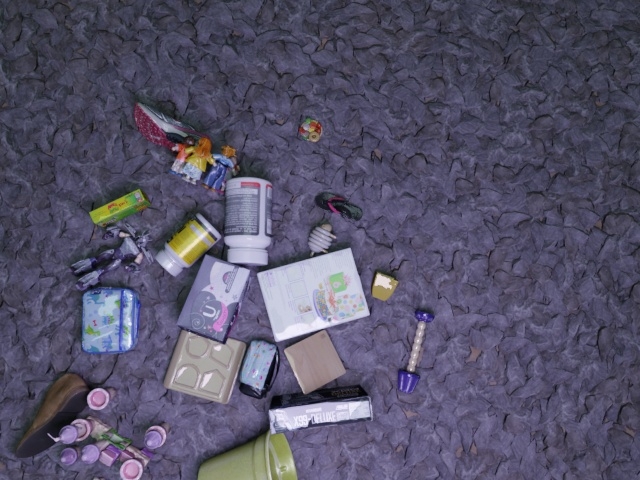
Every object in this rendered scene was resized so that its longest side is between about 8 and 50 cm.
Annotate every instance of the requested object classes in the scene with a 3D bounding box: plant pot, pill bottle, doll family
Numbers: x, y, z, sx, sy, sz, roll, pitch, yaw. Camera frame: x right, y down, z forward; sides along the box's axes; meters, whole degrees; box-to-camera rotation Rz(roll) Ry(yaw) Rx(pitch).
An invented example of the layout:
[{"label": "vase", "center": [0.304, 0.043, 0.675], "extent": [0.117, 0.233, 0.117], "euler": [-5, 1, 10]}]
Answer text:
[{"label": "plant pot", "center": [0.214, 0.162, 1.741], "extent": [0.081, 0.081, 0.083], "euler": [21, 92, 0]}, {"label": "pill bottle", "center": [-0.246, -0.060, 1.705], "extent": [0.161, 0.161, 0.283], "euler": [1, 82, -3]}, {"label": "doll family", "center": [-0.364, -0.256, 1.685], "extent": [0.263, 0.118, 0.163], "euler": [21, 97, -41]}, {"label": "pill bottle", "center": [-0.449, 0.016, 1.705], "extent": [0.208, 0.119, 0.119], "euler": [-44, 86, -8]}, {"label": "plant pot", "center": [-0.230, 0.747, 1.564], "extent": [0.254, 0.276, 0.276], "euler": [-17, 83, 7]}]

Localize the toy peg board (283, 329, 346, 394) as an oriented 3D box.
[{"label": "toy peg board", "center": [-0.027, 0.412, 1.702], "extent": [0.161, 0.079, 0.161], "euler": [-23, 80, -21]}]

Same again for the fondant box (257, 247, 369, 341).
[{"label": "fondant box", "center": [-0.025, 0.184, 1.716], "extent": [0.331, 0.096, 0.238], "euler": [-15, 83, -4]}]

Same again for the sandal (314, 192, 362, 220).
[{"label": "sandal", "center": [0.067, -0.124, 1.789], "extent": [0.179, 0.040, 0.067], "euler": [21, 82, 0]}]

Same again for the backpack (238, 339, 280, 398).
[{"label": "backpack", "center": [-0.202, 0.421, 1.653], "extent": [0.115, 0.152, 0.181], "euler": [21, 70, -9]}]

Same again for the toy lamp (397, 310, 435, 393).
[{"label": "toy lamp", "center": [0.322, 0.382, 1.718], "extent": [0.080, 0.080, 0.274], "euler": [18, 79, 0]}]

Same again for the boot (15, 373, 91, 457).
[{"label": "boot", "center": [-0.875, 0.568, 1.637], "extent": [0.305, 0.112, 0.115], "euler": [-48, 57, -3]}]

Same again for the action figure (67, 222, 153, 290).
[{"label": "action figure", "center": [-0.697, 0.057, 1.700], "extent": [0.285, 0.099, 0.185], "euler": [-34, 76, -11]}]

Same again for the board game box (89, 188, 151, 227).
[{"label": "board game box", "center": [-0.682, -0.109, 1.724], "extent": [0.181, 0.092, 0.043], "euler": [-27, 85, -6]}]

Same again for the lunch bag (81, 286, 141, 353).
[{"label": "lunch bag", "center": [-0.695, 0.264, 1.676], "extent": [0.176, 0.090, 0.218], "euler": [2, 83, -5]}]

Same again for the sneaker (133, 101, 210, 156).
[{"label": "sneaker", "center": [-0.530, -0.387, 1.771], "extent": [0.299, 0.121, 0.112], "euler": [36, 53, 3]}]

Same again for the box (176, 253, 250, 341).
[{"label": "box", "center": [-0.344, 0.197, 1.656], "extent": [0.164, 0.142, 0.247], "euler": [20, 73, 0]}]

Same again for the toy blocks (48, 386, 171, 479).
[{"label": "toy blocks", "center": [-0.665, 0.654, 1.537], "extent": [0.289, 0.260, 0.308], "euler": [32, 82, 1]}]

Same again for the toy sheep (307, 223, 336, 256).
[{"label": "toy sheep", "center": [0.000, 0.000, 1.749], "extent": [0.091, 0.091, 0.132], "euler": [28, 88, 1]}]

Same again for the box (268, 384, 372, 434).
[{"label": "box", "center": [-0.003, 0.531, 1.596], "extent": [0.308, 0.242, 0.076], "euler": [-7, 83, -3]}]

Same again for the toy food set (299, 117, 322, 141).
[{"label": "toy food set", "center": [-0.034, -0.402, 1.833], "extent": [0.083, 0.020, 0.083], "euler": [22, 82, 0]}]

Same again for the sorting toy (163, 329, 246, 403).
[{"label": "sorting toy", "center": [-0.374, 0.373, 1.705], "extent": [0.229, 0.041, 0.307], "euler": [17, 75, -1]}]
